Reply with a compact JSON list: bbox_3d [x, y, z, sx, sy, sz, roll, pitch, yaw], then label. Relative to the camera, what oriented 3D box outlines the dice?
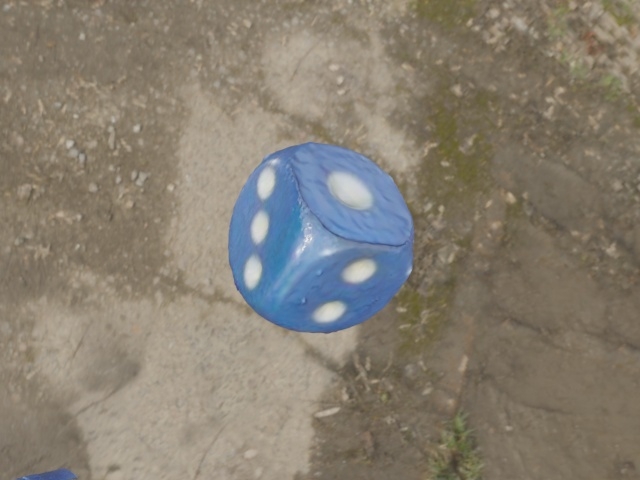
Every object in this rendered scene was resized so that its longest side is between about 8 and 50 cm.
[{"bbox_3d":[0.000,0.000,0.807,0.143,0.146,0.146,10,41,-34],"label":"dice"}]

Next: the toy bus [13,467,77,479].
[{"bbox_3d":[-0.546,0.487,1.596,0.051,0.153,0.061,20,92,25],"label":"toy bus"}]
